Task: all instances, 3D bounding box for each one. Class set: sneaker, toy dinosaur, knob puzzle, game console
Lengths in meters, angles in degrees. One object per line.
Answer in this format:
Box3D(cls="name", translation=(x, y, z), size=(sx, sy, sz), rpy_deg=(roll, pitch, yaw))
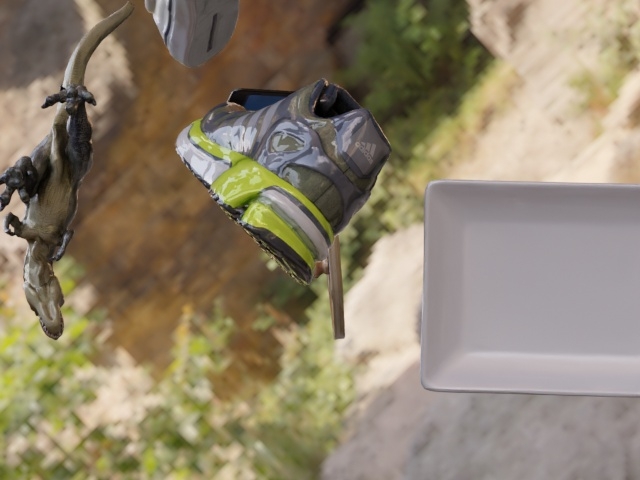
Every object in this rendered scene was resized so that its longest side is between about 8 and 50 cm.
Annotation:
Box3D(cls="sneaker", translation=(-0.115, -0.247, 1.562), size=(0.094, 0.091, 0.258), rpy_deg=(-37, -12, -27))
Box3D(cls="toy dinosaur", translation=(-0.195, -0.064, 1.323), size=(0.118, 0.064, 0.268), rpy_deg=(53, -129, -83))
Box3D(cls="knob puzzle", translation=(0.000, 0.000, 1.523), size=(0.030, 0.213, 0.213), rpy_deg=(-4, 11, -1))
Box3D(cls="game console", translation=(-0.047, -0.114, 1.933), size=(0.071, 0.122, 0.107), rpy_deg=(-140, 54, -71))
Box3D(cls="sneaker", translation=(-0.019, -0.058, 1.289), size=(0.121, 0.111, 0.300), rpy_deg=(-43, 21, -1))

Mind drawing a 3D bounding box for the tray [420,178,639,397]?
Box3D(cls="tray", translation=(0.204, 0.034, 1.212), size=(0.030, 0.270, 0.145), rpy_deg=(58, -146, -86))
